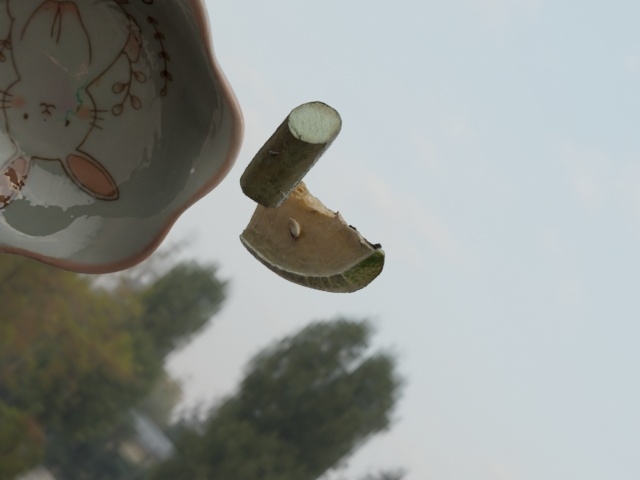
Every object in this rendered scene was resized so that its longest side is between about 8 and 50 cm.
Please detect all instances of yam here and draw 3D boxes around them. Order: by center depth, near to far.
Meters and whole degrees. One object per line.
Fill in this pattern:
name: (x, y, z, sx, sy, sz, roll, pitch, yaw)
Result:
yam: (-0.023, -0.065, 1.341, 0.043, 0.043, 0.094, 48, -47, 8)

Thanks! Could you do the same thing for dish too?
dish: (-0.156, -0.096, 1.093, 0.229, 0.229, 0.081, 53, 15, -17)

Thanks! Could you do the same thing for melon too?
melon: (-0.004, 0.006, 1.646, 0.054, 0.098, 0.182, 6, 24, -37)
